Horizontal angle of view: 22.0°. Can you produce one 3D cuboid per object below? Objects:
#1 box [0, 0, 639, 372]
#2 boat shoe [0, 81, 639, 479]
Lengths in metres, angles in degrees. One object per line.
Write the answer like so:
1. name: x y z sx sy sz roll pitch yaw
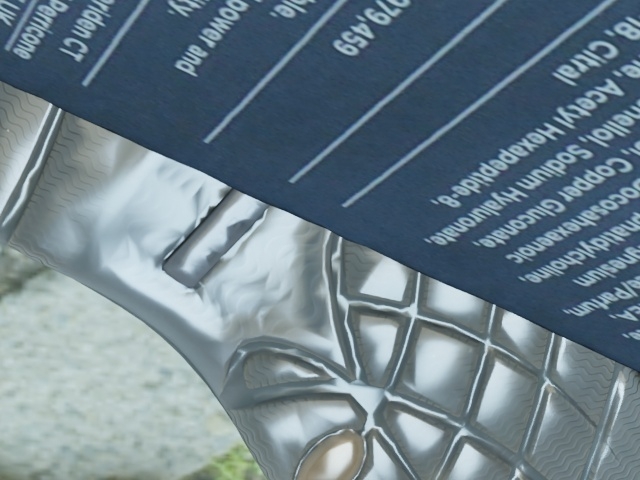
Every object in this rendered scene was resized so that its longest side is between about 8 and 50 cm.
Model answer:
1. box: 0.121 -0.138 0.405 0.395 0.293 0.212 25 154 -15
2. boat shoe: 0.000 0.000 0.607 0.132 0.130 0.355 -41 108 15
